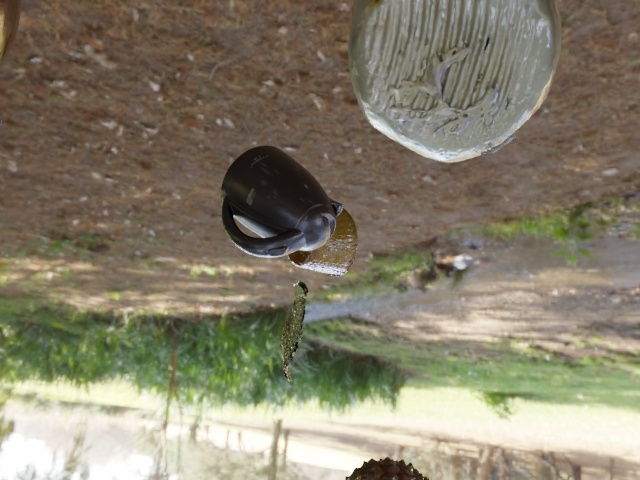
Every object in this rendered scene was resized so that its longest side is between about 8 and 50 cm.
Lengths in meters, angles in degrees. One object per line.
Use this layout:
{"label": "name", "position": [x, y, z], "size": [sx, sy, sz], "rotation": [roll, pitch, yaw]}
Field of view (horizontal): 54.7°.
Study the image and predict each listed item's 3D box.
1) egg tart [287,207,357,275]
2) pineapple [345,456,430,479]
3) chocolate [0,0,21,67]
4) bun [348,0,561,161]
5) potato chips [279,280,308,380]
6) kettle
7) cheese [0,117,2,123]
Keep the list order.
{"label": "egg tart", "position": [0.000, 0.000, 1.817], "size": [0.171, 0.215, 0.215], "rotation": [2, 167, -34]}
{"label": "pineapple", "position": [0.133, 0.453, 1.052], "size": [0.166, 0.166, 0.193], "rotation": [-11, 153, 43]}
{"label": "chocolate", "position": [-0.353, -0.213, 0.549], "size": [0.177, 0.176, 0.177], "rotation": [6, 162, 2]}
{"label": "bun", "position": [0.161, -0.238, 0.790], "size": [0.273, 0.272, 0.168], "rotation": [7, -156, -2]}
{"label": "potato chips", "position": [-0.041, 0.136, 0.887], "size": [0.026, 0.142, 0.209], "rotation": [10, 124, -4]}
{"label": "kettle", "position": [-0.105, -0.065, 1.481], "size": [0.290, 0.268, 0.207], "rotation": [41, 150, 39]}
{"label": "cheese", "position": [-0.939, -0.229, 1.584], "size": [0.189, 0.286, 0.074], "rotation": [39, -177, -32]}
